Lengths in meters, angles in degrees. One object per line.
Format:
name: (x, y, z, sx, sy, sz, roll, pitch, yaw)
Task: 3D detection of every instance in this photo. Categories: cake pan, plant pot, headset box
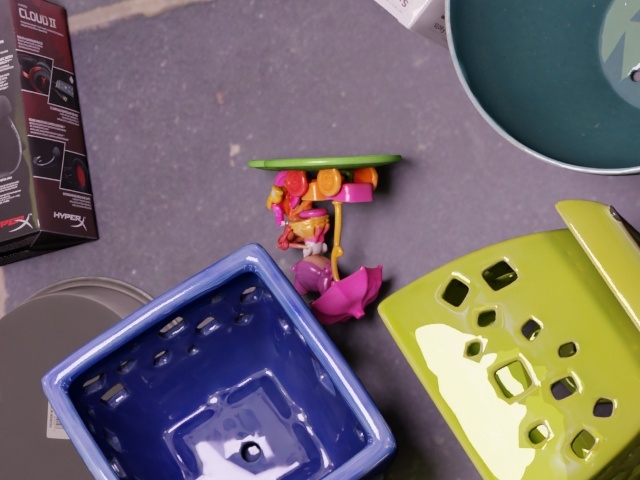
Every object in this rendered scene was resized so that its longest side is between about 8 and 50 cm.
cake pan: (-0.256, 0.181, 1.671, 0.293, 0.054, 0.293, -3, 83, 25)
plant pot: (0.215, 0.099, 1.359, 0.207, 0.228, 0.227, -36, 70, 12)
plant pot: (-0.080, 0.178, 1.474, 0.236, 0.212, 0.236, -33, 71, -6)
plant pot: (0.276, -0.189, 1.367, 0.290, 0.195, 0.290, -3, 84, 26)
headset box: (-0.372, -0.122, 1.726, 0.218, 0.110, 0.293, -15, 79, 24)

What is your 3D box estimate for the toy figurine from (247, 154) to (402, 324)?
toy figurine: (0.000, 0.000, 1.543, 0.173, 0.130, 0.159, 2, 95, 48)

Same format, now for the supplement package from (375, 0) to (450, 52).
supplement package: (0.132, -0.313, 1.484, 0.139, 0.134, 0.244, 44, 103, 23)
